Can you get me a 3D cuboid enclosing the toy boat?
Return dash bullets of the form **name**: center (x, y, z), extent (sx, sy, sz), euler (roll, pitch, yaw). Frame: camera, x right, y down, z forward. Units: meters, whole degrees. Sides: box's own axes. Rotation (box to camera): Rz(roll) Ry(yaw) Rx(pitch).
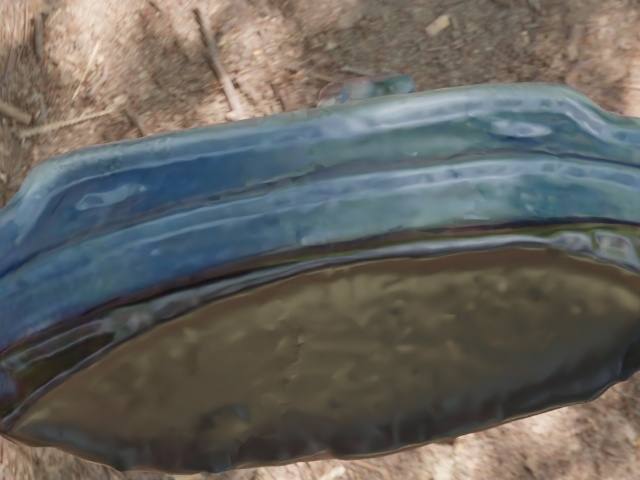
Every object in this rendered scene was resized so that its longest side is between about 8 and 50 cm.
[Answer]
- **toy boat**: center (0.000, 0.000, 0.460), extent (0.309, 0.142, 0.129), euler (-9, 131, 0)
